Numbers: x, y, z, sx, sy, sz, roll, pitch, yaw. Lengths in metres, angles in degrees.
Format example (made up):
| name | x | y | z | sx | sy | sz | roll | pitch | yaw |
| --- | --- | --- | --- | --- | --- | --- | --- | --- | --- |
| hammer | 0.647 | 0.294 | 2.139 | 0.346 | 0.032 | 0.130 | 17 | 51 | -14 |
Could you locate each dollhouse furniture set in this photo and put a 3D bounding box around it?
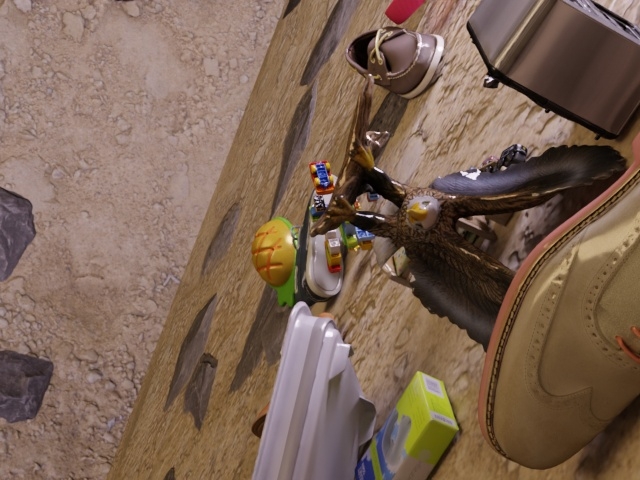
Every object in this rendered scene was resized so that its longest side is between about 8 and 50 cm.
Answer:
| name | x | y | z | sx | sy | sz | roll | pitch | yaw |
| --- | --- | --- | --- | --- | --- | --- | --- | --- | --- |
| dollhouse furniture set | 0.156 | -0.046 | 1.366 | 0.182 | 0.101 | 0.161 | -60 | 17 | 24 |

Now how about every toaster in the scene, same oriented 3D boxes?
| name | x | y | z | sx | sy | sz | roll | pitch | yaw |
| --- | --- | --- | --- | --- | --- | --- | --- | --- | --- |
| toaster | 0.254 | -0.200 | 1.136 | 0.110 | 0.168 | 0.185 | -59 | 16 | 24 |

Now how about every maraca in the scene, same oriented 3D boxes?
| name | x | y | z | sx | sy | sz | roll | pitch | yaw |
| --- | --- | --- | --- | --- | --- | --- | --- | --- | --- |
| maraca | -0.072 | 0.040 | 2.040 | 0.127 | 0.099 | 0.185 | -57 | 43 | 38 |

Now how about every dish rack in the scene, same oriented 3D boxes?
| name | x | y | z | sx | sy | sz | roll | pitch | yaw |
| --- | --- | --- | --- | --- | --- | --- | --- | --- | --- |
| dish rack | -0.002 | 0.272 | 1.301 | 0.285 | 0.072 | 0.332 | 71 | -152 | -54 |

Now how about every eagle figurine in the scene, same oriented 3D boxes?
| name | x | y | z | sx | sy | sz | roll | pitch | yaw |
| --- | --- | --- | --- | --- | --- | --- | --- | --- | --- |
| eagle figurine | 0.148 | -0.017 | 1.160 | 0.225 | 0.298 | 0.226 | -53 | -24 | -52 |

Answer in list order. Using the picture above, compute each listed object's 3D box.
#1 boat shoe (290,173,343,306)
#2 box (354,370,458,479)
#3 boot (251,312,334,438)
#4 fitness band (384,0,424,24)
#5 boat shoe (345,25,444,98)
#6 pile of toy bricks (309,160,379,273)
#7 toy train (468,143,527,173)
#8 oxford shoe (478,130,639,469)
| name | x | y | z | sx | sy | sz | roll | pitch | yaw |
| --- | --- | --- | --- | --- | --- | --- | --- | --- | --- |
| boat shoe | 0.000 | 0.000 | 1.860 | 0.079 | 0.095 | 0.254 | -34 | 43 | 44 |
| box | 0.093 | 0.253 | 1.255 | 0.178 | 0.042 | 0.109 | -61 | 15 | 19 |
| boot | -0.034 | 0.216 | 1.694 | 0.197 | 0.073 | 0.152 | -43 | 27 | 30 |
| fitness band | 0.209 | -0.501 | 1.877 | 0.291 | 0.054 | 0.209 | -54 | 13 | -3 |
| boat shoe | 0.124 | -0.322 | 1.892 | 0.116 | 0.097 | 0.324 | -65 | 15 | 4 |
| pile of toy bricks | 0.042 | -0.034 | 1.785 | 0.105 | 0.118 | 0.212 | 89 | 171 | -49 |
| toy train | 0.216 | -0.090 | 1.373 | 0.158 | 0.027 | 0.036 | -32 | 34 | 64 |
| oxford shoe | 0.256 | 0.042 | 0.841 | 0.397 | 0.141 | 0.146 | -62 | 21 | 21 |
